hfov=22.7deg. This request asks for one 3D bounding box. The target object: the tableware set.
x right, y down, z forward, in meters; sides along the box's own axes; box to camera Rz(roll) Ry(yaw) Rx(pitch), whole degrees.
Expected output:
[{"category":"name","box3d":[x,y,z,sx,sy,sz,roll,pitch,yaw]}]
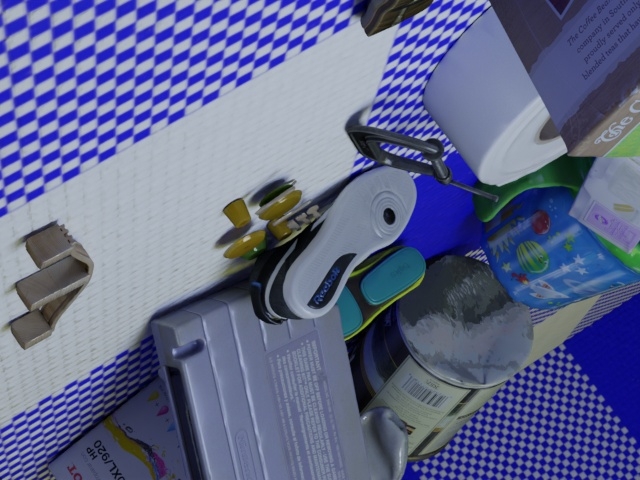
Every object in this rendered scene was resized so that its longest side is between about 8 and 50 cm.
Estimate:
[{"category":"tableware set","box3d":[-0.057,-0.019,1.549,0.104,0.024,0.154,-33,167,4]}]

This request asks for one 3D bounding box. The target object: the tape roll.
[{"category":"tape roll","box3d":[0.242,-0.178,1.567,0.286,0.100,0.286,-34,166,-10]}]

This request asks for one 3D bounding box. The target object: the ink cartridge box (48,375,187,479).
[{"category":"ink cartridge box","box3d":[-0.165,0.266,1.900,0.232,0.171,0.168,-39,165,10]}]

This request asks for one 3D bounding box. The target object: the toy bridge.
[{"category":"toy bridge","box3d":[-0.222,0.035,1.334,0.063,0.026,0.188,-30,165,-26]}]

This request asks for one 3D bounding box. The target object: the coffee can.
[{"category":"coffee can","box3d":[0.157,0.172,2.267,0.201,0.201,0.275,-26,163,-31]}]

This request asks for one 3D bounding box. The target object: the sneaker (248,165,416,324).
[{"category":"sneaker","box3d":[0.000,0.000,1.664,0.121,0.079,0.217,-10,-150,51]}]

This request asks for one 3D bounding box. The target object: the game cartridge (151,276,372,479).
[{"category":"game cartridge","box3d":[-0.053,0.215,1.743,0.068,0.355,0.230,5,-158,43]}]

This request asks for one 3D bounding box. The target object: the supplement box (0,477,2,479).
[{"category":"supplement box","box3d":[-0.365,0.301,1.733,0.056,0.083,0.083,-35,166,-2]}]

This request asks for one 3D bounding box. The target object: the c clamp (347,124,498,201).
[{"category":"c clamp","box3d":[0.096,-0.080,1.531,0.160,0.137,0.022,37,71,-70]}]

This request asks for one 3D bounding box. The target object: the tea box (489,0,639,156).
[{"category":"tea box","box3d":[0.353,-0.243,1.244,0.323,0.220,0.329,-2,147,-36]}]

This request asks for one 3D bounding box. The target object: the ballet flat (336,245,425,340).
[{"category":"ballet flat","box3d":[0.033,0.075,1.957,0.231,0.077,0.077,-28,180,-33]}]

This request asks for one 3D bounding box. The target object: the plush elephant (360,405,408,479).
[{"category":"plush elephant","box3d":[-0.037,0.289,2.172,0.272,0.255,0.330,-1,144,30]}]

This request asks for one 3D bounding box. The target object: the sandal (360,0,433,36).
[{"category":"sandal","box3d":[0.070,-0.206,1.208,0.072,0.049,0.180,-24,177,-22]}]

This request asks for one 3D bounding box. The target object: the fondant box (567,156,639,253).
[{"category":"fondant box","box3d":[0.426,-0.168,1.817,0.330,0.096,0.238,-52,170,-15]}]

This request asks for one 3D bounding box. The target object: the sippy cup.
[{"category":"sippy cup","box3d":[0.336,-0.024,2.059,0.224,0.305,0.240,-33,-161,39]}]
